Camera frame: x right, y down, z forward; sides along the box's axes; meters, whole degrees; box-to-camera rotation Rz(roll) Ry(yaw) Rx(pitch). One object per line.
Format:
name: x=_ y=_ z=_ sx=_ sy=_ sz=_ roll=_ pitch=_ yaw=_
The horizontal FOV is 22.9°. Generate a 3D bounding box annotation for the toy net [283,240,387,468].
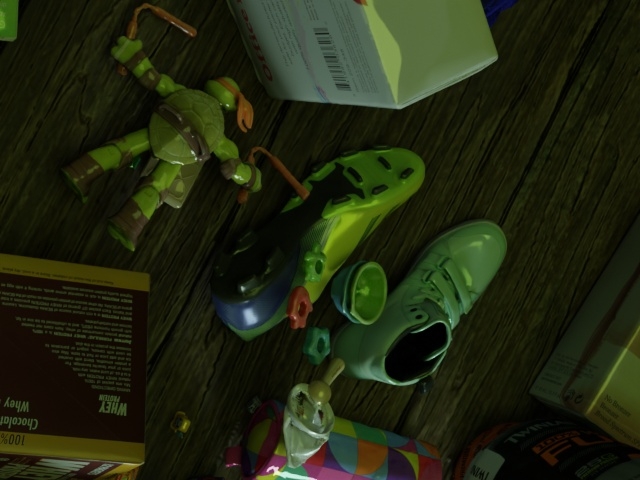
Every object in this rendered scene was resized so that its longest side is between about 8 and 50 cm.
toy net: x=0.003 y=0.124 z=1.654 sx=0.122 sy=0.045 sz=0.232 roll=30 pitch=70 yaw=-55

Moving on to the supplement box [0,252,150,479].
supplement box: x=-0.280 y=0.129 z=1.545 sx=0.191 sy=0.129 sz=0.194 roll=9 pitch=69 yaw=-26

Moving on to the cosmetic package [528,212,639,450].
cosmetic package: x=0.405 y=0.108 z=1.898 sx=0.153 sy=0.129 sz=0.296 roll=35 pitch=82 yaw=-24

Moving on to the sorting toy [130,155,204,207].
sorting toy: x=-0.169 y=-0.080 z=1.669 sx=0.083 sy=0.012 sz=0.062 roll=33 pitch=81 yaw=-25

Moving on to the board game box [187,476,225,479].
board game box: x=-0.129 y=0.448 z=1.669 sx=0.056 sy=0.208 sz=0.347 roll=-5 pitch=102 yaw=11

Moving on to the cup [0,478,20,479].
cup: x=-0.314 y=0.393 z=1.546 sx=0.331 sy=0.237 sz=0.331 roll=-4 pitch=99 yaw=-25

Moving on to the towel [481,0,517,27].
towel: x=0.179 y=-0.351 z=1.674 sx=0.308 sy=0.076 sz=0.227 roll=-40 pitch=118 yaw=-52

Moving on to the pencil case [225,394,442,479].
pencil case: x=0.020 y=0.246 z=1.760 sx=0.236 sy=0.104 sz=0.104 roll=19 pitch=89 yaw=-24

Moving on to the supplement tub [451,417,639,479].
supplement tub: x=0.294 y=0.318 z=1.761 sx=0.207 sy=0.338 sz=0.207 roll=-4 pitch=99 yaw=-25

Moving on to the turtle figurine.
turtle figurine: x=-0.143 y=-0.093 z=1.621 sx=0.217 sy=0.087 sz=0.269 roll=-45 pitch=107 yaw=-16

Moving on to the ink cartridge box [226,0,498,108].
ink cartridge box: x=0.018 y=-0.259 z=1.567 sx=0.131 sy=0.306 sz=0.226 roll=-27 pitch=108 yaw=-19

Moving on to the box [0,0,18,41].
box: x=-0.400 y=-0.356 z=1.499 sx=0.232 sy=0.058 sz=0.322 roll=1 pitch=96 yaw=-25

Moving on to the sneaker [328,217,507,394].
sneaker: x=0.140 y=0.075 z=1.758 sx=0.256 sy=0.151 sz=0.094 roll=-41 pitch=110 yaw=-16

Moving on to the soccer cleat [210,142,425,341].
soccer cleat: x=-0.001 y=0.000 z=1.733 sx=0.289 sy=0.093 sz=0.121 roll=-38 pitch=141 yaw=-20

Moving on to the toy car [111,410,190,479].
toy car: x=-0.194 y=0.220 z=1.685 sx=0.060 sy=0.040 sz=0.122 roll=45 pitch=79 yaw=-23
